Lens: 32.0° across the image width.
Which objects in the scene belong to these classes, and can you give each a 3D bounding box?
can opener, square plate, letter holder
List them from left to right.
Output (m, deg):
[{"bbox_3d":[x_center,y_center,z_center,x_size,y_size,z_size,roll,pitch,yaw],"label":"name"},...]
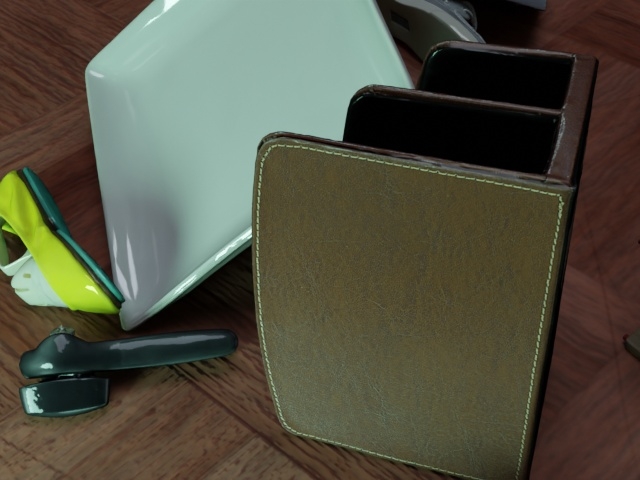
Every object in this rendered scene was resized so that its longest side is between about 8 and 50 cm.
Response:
[{"bbox_3d":[-0.161,0.098,0.941,0.186,0.073,0.059,-10,3,-14],"label":"can opener"},{"bbox_3d":[-0.076,-0.134,1.026,0.344,0.049,0.347,-36,50,25],"label":"square plate"},{"bbox_3d":[0.072,0.016,0.829,0.214,0.302,0.152,10,43,13],"label":"letter holder"}]

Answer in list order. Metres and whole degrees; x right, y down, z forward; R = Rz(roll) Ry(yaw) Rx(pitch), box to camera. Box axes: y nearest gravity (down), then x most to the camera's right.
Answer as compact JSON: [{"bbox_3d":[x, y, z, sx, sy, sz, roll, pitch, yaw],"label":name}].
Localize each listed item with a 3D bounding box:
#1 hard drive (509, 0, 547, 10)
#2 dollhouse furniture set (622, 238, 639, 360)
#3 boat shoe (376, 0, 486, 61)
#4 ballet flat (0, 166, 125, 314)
[{"bbox_3d":[0.153,-0.339,1.342,0.254,0.054,0.172,18,19,5],"label":"hard drive"},{"bbox_3d":[0.364,0.041,0.915,0.183,0.129,0.129,-26,47,-21],"label":"dollhouse furniture set"},{"bbox_3d":[0.138,-0.260,1.304,0.081,0.079,0.227,-25,43,-19],"label":"boat shoe"},{"bbox_3d":[-0.254,0.015,1.026,0.077,0.077,0.231,-38,47,-7],"label":"ballet flat"}]
